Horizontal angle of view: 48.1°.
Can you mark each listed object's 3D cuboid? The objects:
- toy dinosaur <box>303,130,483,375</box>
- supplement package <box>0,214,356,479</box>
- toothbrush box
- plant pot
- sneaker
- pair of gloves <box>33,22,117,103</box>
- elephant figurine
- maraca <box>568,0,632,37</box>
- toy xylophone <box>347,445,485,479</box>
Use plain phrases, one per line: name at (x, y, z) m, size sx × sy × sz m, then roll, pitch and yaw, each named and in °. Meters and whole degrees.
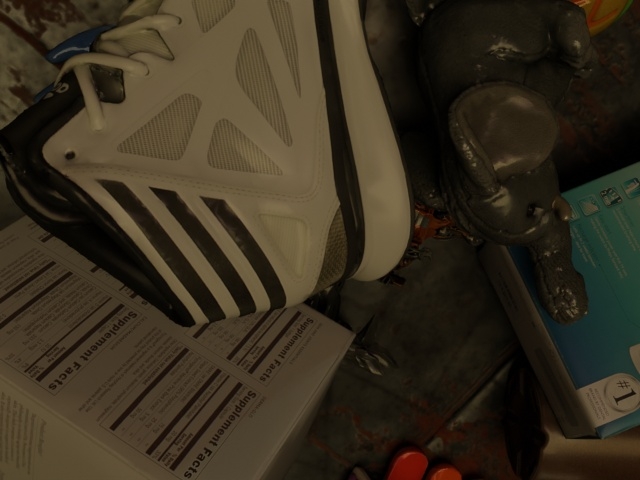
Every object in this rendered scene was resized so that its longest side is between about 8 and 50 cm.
toy dinosaur at (0.000, 0.000, 0.686) m, size 0.321 × 0.164 × 0.219 m, roll 1°, pitch 95°, yaw 8°
supplement package at (-0.151, 0.125, 0.568) m, size 0.262 × 0.198 × 0.199 m, roll 30°, pitch 130°, yaw 10°
toothbrush box at (0.337, 0.036, 0.695) m, size 0.295 × 0.126 × 0.216 m, roll -23°, pitch 75°, yaw -2°
plant pot at (0.300, 0.204, 0.791) m, size 0.165 × 0.167 × 0.167 m, roll 3°, pitch 109°, yaw -3°
sneaker at (-0.105, -0.154, 0.486) m, size 0.257 × 0.169 × 0.448 m, roll -19°, pitch 94°, yaw -33°
pair of gloves at (-0.151, -0.113, 0.657) m, size 0.159 × 0.023 × 0.198 m, roll -36°, pitch 111°, yaw 4°
elephant figurine at (0.143, -0.077, 0.600) m, size 0.185 × 0.169 × 0.240 m, roll 8°, pitch 70°, yaw 24°
maraca at (0.194, -0.245, 0.627) m, size 0.185 × 0.099 × 0.127 m, roll 33°, pitch 135°, yaw -22°
toy xylophone at (0.152, 0.390, 0.863) m, size 0.322 × 0.081 × 0.236 m, roll 24°, pitch 103°, yaw -18°
